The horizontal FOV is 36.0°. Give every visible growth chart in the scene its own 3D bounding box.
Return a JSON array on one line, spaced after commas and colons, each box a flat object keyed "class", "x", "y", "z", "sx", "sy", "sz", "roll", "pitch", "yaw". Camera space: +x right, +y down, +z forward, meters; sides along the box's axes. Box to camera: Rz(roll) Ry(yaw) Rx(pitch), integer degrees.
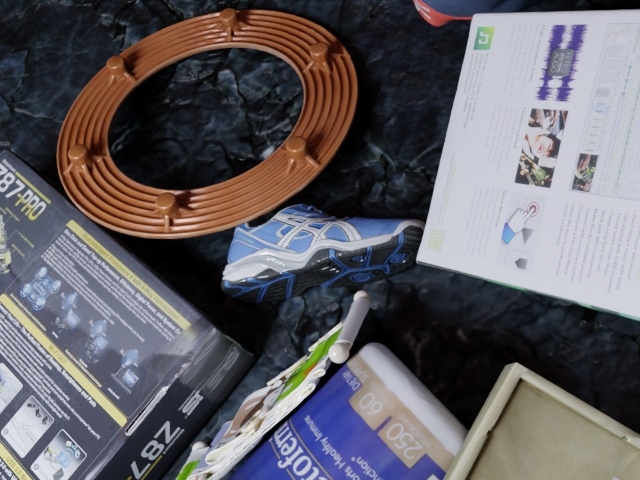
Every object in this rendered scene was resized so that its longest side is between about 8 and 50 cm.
[{"class": "growth chart", "x": -0.044, "y": 0.139, "z": 0.851, "sx": 0.237, "sy": 0.172, "sz": 0.021, "roll": -43, "pitch": 94, "yaw": 9}]

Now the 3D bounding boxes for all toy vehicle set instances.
[{"class": "toy vehicle set", "x": 0.206, "y": 0.223, "z": 0.671, "sx": 0.267, "sy": 0.035, "sz": 0.166, "roll": 31, "pitch": 78, "yaw": 5}]

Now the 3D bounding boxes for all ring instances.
[{"class": "ring", "x": -0.126, "y": -0.141, "z": 1.047, "sx": 0.337, "sy": 0.032, "sz": 0.336, "roll": -8, "pitch": 51, "yaw": 9}]

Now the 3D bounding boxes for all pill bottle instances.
[{"class": "pill bottle", "x": 0.002, "y": 0.221, "z": 0.774, "sx": 0.265, "sy": 0.153, "sz": 0.153, "roll": -45, "pitch": 55, "yaw": -1}]

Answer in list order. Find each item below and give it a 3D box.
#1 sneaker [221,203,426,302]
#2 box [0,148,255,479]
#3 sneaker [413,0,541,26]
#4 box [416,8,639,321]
[{"class": "sneaker", "x": 0.000, "y": 0.000, "z": 0.934, "sx": 0.211, "sy": 0.080, "sz": 0.081, "roll": -10, "pitch": 63, "yaw": 20}, {"class": "box", "x": -0.305, "y": 0.122, "z": 1.007, "sx": 0.395, "sy": 0.097, "sz": 0.318, "roll": 35, "pitch": 84, "yaw": 34}, {"class": "sneaker", "x": 0.237, "y": -0.309, "z": 0.966, "sx": 0.350, "sy": 0.148, "sz": 0.131, "roll": -21, "pitch": 78, "yaw": -12}, {"class": "box", "x": 0.225, "y": -0.061, "z": 0.770, "sx": 0.322, "sy": 0.058, "sz": 0.232, "roll": 16, "pitch": 93, "yaw": 53}]
